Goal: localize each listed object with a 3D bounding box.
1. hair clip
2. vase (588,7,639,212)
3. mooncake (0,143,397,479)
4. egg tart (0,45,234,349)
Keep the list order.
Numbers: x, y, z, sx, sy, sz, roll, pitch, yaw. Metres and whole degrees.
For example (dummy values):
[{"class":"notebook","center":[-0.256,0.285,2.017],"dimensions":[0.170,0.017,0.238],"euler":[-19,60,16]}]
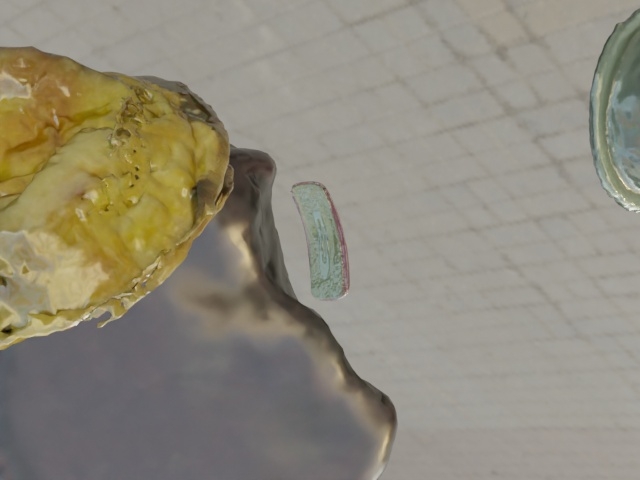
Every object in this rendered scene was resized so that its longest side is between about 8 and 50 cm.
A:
[{"class":"hair clip","center":[0.001,0.000,1.266],"dimensions":[0.054,0.022,0.137],"euler":[-7,99,35]},{"class":"vase","center":[0.474,-0.129,1.221],"dimensions":[0.291,0.245,0.245],"euler":[14,156,47]},{"class":"mooncake","center":[-0.144,0.105,0.989],"dimensions":[0.212,0.351,0.381],"euler":[-143,36,-64]},{"class":"egg tart","center":[-0.203,-0.044,0.745],"dimensions":[0.297,0.297,0.132],"euler":[9,135,26]}]
